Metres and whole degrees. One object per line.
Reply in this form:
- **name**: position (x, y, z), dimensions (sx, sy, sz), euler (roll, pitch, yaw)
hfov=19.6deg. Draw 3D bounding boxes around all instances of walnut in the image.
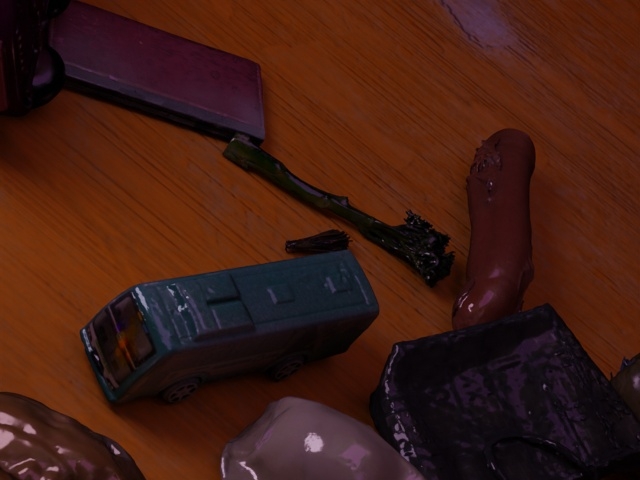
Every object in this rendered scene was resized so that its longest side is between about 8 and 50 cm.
- **walnut**: position (-0.206, 0.215, 1.287), dimensions (0.245, 0.198, 0.198), euler (35, 39, 9)

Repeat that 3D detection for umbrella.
- **umbrella**: position (-0.001, 0.002, 1.781), dimensions (0.083, 0.020, 0.031), euler (-10, 54, -36)

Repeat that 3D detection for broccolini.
- **broccolini**: position (0.026, -0.040, 1.815), dimensions (0.254, 0.057, 0.071), euler (33, -4, -10)

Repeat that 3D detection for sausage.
- **sausage**: position (0.179, -0.012, 1.884), dimensions (0.078, 0.078, 0.304), euler (26, 40, -13)

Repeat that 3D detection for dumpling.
- **dumpling**: position (-0.003, 0.206, 1.519), dimensions (0.169, 0.100, 0.134), euler (39, 53, 5)

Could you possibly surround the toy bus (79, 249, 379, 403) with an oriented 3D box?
- **toy bus**: position (-0.074, 0.071, 1.592), dimensions (0.261, 0.109, 0.091), euler (-11, 65, -41)

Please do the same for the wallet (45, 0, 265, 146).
- **wallet**: position (-0.163, -0.169, 1.820), dimensions (0.232, 0.025, 0.119), euler (18, 43, -22)

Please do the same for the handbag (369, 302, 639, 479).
- **handbag**: position (0.164, 0.160, 1.657), dimensions (0.270, 0.089, 0.175), euler (-12, 54, -30)

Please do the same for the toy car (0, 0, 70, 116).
- **toy car**: position (-0.341, -0.277, 1.642), dimensions (0.240, 0.271, 0.341), euler (4, 52, -2)

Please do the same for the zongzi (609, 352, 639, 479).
- **zongzi**: position (0.409, 0.199, 1.809), dimensions (0.274, 0.125, 0.251), euler (-16, 69, -47)
